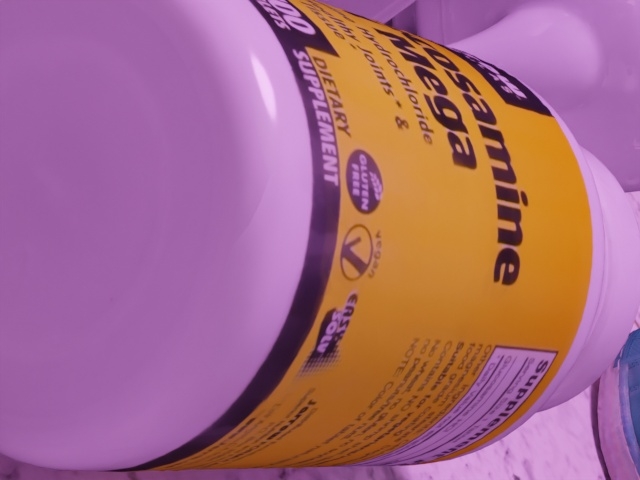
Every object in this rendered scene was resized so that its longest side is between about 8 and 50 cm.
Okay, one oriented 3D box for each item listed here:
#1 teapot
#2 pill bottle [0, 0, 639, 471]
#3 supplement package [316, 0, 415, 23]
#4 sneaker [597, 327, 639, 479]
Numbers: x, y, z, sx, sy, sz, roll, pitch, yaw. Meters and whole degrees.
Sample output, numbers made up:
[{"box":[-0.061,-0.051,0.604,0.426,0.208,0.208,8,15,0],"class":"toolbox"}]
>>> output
[{"box":[0.138,-0.148,1.146,0.256,0.187,0.252,59,33,-65],"class":"teapot"},{"box":[0.000,0.000,0.758,0.334,0.188,0.188,9,55,-55],"class":"pill bottle"},{"box":[0.001,-0.245,1.015,0.177,0.175,0.293,46,30,-18],"class":"supplement package"},{"box":[0.247,0.161,1.059,0.108,0.121,0.302,35,35,-36],"class":"sneaker"}]
